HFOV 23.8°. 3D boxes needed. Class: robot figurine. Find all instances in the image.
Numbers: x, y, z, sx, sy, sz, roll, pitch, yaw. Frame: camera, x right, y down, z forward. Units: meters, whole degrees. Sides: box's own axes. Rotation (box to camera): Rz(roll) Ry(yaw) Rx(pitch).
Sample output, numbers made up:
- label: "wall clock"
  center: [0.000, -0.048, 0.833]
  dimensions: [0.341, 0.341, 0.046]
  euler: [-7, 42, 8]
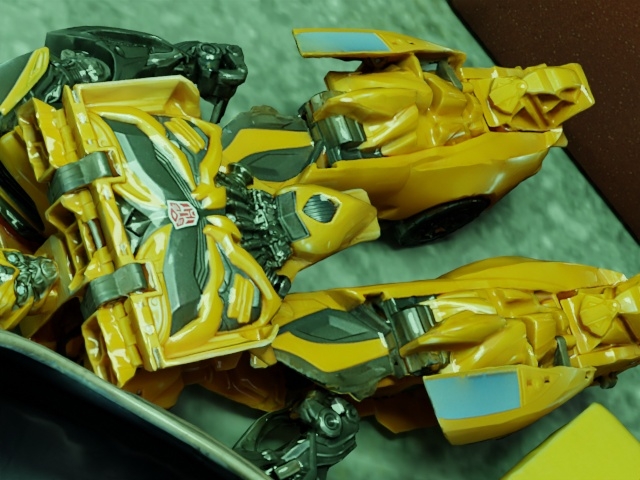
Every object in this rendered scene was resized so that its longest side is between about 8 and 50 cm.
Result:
- label: "robot figurine"
  center: [0.000, 0.000, 0.578]
  dimensions: [0.291, 0.085, 0.211]
  euler: [-6, 67, -39]

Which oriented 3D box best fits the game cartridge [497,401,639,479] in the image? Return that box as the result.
- label: "game cartridge"
  center: [0.130, 0.237, 0.506]
  dimensions: [0.324, 0.052, 0.285]
  euler: [44, 44, 15]

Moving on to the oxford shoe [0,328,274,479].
- label: "oxford shoe"
  center: [-0.154, 0.040, 0.382]
  dimensions: [0.364, 0.133, 0.130]
  euler: [20, 63, -12]

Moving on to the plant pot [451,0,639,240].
- label: "plant pot"
  center: [0.222, -0.148, 0.730]
  dimensions: [0.267, 0.236, 0.267]
  euler: [52, 46, -1]
